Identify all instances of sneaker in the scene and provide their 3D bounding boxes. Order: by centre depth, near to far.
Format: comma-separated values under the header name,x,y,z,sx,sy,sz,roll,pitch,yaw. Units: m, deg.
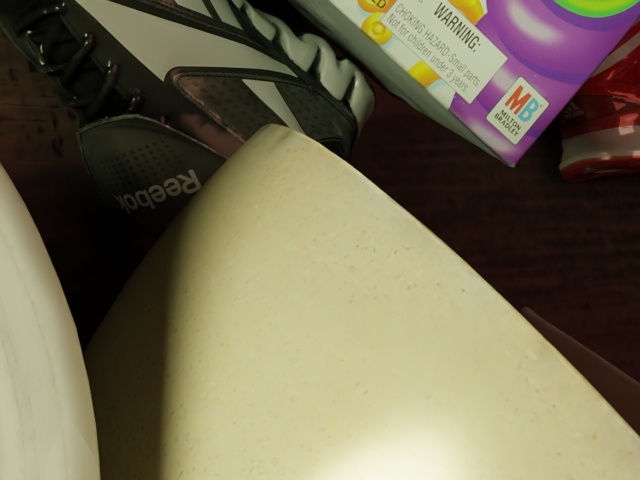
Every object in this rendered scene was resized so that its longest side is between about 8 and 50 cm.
name,x,y,z,sx,sy,sz,roll,pitch,yaw
sneaker,-0.065,-0.060,0.522,0.234,0.078,0.106,32,56,-41
sneaker,0.218,-0.108,0.843,0.221,0.087,0.128,-7,87,-50

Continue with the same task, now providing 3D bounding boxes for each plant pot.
name,x,y,z,sx,sy,sz,roll,pitch,yaw
plant pot,0.004,0.132,0.443,0.191,0.284,0.284,-42,116,-6

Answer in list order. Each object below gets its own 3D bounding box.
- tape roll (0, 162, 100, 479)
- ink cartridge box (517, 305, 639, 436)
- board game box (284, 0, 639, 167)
name,x,y,z,sx,sy,sz,roll,pitch,yaw
tape roll,-0.191,0.060,0.283,0.246,0.169,0.246,14,71,-45
ink cartridge box,0.146,0.101,0.586,0.060,0.275,0.239,-48,123,-2
board game box,0.090,-0.191,0.533,0.144,0.142,0.275,38,93,-25
